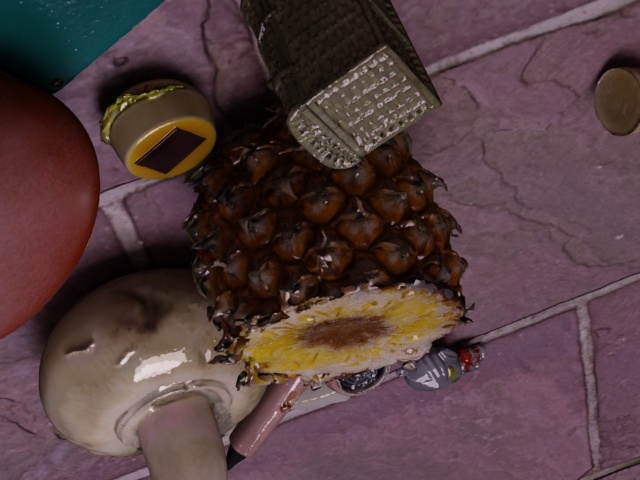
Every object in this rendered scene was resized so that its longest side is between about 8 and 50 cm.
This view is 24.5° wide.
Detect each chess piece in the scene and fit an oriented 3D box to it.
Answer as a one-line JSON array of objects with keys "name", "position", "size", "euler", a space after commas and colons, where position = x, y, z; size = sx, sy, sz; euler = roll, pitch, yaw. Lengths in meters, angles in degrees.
[{"name": "chess piece", "position": [0.465, -0.193, 1.966], "size": [0.200, 0.090, 0.090], "euler": [-10, 144, -35]}]

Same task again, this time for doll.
[{"name": "doll", "position": [0.193, 0.198, 2.331], "size": [0.180, 0.079, 0.094], "euler": [-7, 143, -38]}]

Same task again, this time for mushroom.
[{"name": "mushroom", "position": [-0.210, 0.200, 1.981], "size": [0.315, 0.315, 0.356], "euler": [-17, 110, -6]}]

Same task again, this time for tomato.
[{"name": "tomato", "position": [-0.394, -0.033, 1.517], "size": [0.321, 0.321, 0.321], "euler": [-14, 144, -11]}]

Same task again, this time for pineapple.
[{"name": "pineapple", "position": [-0.002, 0.001, 1.768], "size": [0.352, 0.300, 0.352], "euler": [-17, 155, -8]}]

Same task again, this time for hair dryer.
[{"name": "hair dryer", "position": [-0.038, 0.213, 2.078], "size": [0.106, 0.189, 0.344], "euler": [17, 119, -36]}]

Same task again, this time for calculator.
[{"name": "calculator", "position": [-0.266, -0.282, 1.482], "size": [0.274, 0.058, 0.248], "euler": [-39, 140, 23]}]

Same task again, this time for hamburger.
[{"name": "hamburger", "position": [-0.189, -0.133, 1.697], "size": [0.141, 0.081, 0.126], "euler": [2, 141, -42]}]

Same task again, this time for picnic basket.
[{"name": "picnic basket", "position": [0.012, -0.202, 1.611], "size": [0.154, 0.196, 0.134], "euler": [-32, 144, 15]}]

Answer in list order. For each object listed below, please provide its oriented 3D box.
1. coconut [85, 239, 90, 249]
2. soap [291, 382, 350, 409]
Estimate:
[{"name": "coconut", "position": [-0.340, -0.021, 1.752], "size": [0.124, 0.110, 0.110], "euler": [0, 139, -31]}, {"name": "soap", "position": [-0.037, 0.197, 2.215], "size": [0.183, 0.064, 0.121], "euler": [-7, 139, -20]}]
